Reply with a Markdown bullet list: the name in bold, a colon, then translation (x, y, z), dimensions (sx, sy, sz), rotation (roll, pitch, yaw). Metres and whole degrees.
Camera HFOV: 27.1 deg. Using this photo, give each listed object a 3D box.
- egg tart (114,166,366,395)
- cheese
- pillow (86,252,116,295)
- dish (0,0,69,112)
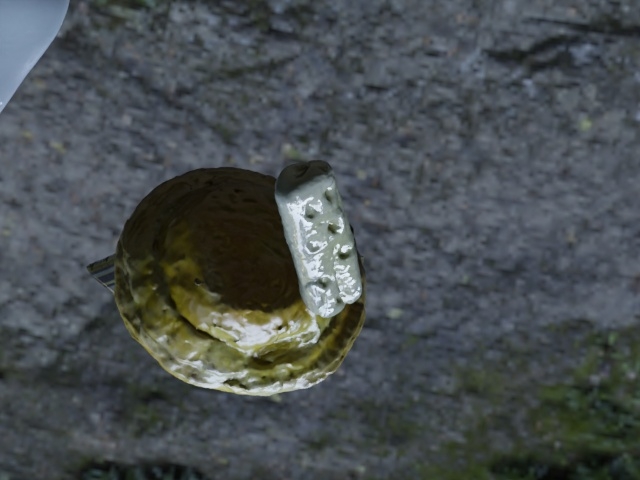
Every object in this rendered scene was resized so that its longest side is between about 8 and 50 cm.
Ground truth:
- **egg tart**: translation (-0.088, 0.033, 1.579), dimensions (0.319, 0.319, 0.128), rotation (12, 153, -8)
- **cheese**: translation (0.000, 0.000, 1.268), dimensions (0.065, 0.043, 0.194), rotation (-24, 138, -10)
- **pillow**: translation (-0.229, 0.090, 1.866), dimensions (0.203, 0.038, 0.113), rotation (45, 146, -19)
- **dish**: translation (-0.237, -0.144, 0.748), dimensions (0.191, 0.190, 0.066), rotation (6, 168, 24)
